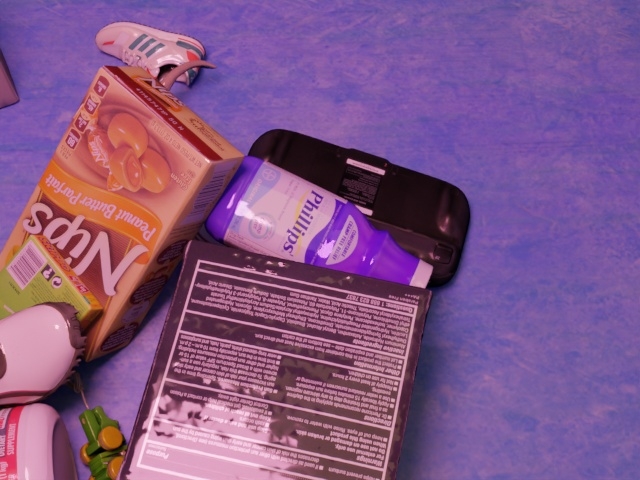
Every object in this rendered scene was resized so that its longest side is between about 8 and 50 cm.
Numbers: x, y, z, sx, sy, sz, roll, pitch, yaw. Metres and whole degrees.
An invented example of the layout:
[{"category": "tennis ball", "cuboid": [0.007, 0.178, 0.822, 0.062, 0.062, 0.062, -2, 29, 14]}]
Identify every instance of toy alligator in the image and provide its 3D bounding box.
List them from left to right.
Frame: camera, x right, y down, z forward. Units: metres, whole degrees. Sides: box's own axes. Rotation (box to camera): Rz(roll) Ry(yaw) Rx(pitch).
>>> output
[{"category": "toy alligator", "cuboid": [-0.260, 0.243, 1.181, 0.051, 0.056, 0.189, 4, 55, -48]}]

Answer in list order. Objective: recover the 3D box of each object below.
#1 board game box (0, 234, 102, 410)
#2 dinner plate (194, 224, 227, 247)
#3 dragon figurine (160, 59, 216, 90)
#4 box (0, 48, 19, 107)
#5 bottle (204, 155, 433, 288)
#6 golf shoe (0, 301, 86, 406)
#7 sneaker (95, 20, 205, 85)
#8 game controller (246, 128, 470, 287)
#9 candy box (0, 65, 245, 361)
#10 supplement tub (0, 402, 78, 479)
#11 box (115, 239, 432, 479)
[{"category": "board game box", "cuboid": [-0.384, 0.127, 1.175, 0.259, 0.039, 0.124, -46, 73, 12]}, {"category": "dinner plate", "cuboid": [-0.123, -0.039, 1.326, 0.141, 0.017, 0.141, 1, 66, -2]}, {"category": "dragon figurine", "cuboid": [-0.249, -0.135, 1.320, 0.085, 0.144, 0.289, 27, 53, 2]}, {"category": "box", "cuboid": [-0.491, -0.273, 1.271, 0.113, 0.275, 0.094, -20, 69, -12]}, {"category": "bottle", "cuboid": [0.000, 0.000, 1.209, 0.283, 0.092, 0.118, 27, 77, 2]}, {"category": "golf shoe", "cuboid": [-0.390, 0.151, 1.098, 0.273, 0.120, 0.105, -26, 79, 18]}, {"category": "sneaker", "cuboid": [-0.251, -0.263, 1.397, 0.161, 0.057, 0.075, 11, 61, -1]}, {"category": "game controller", "cuboid": [0.044, -0.049, 1.314, 0.319, 0.067, 0.166, 19, 51, 0]}, {"category": "candy box", "cuboid": [-0.251, -0.031, 1.180, 0.183, 0.087, 0.316, 41, 113, 15]}, {"category": "supplement tub", "cuboid": [-0.417, 0.293, 1.072, 0.272, 0.191, 0.191, -9, 67, -7]}, {"category": "box", "cuboid": [-0.046, 0.191, 1.138, 0.296, 0.182, 0.294, 12, 65, 4]}]
